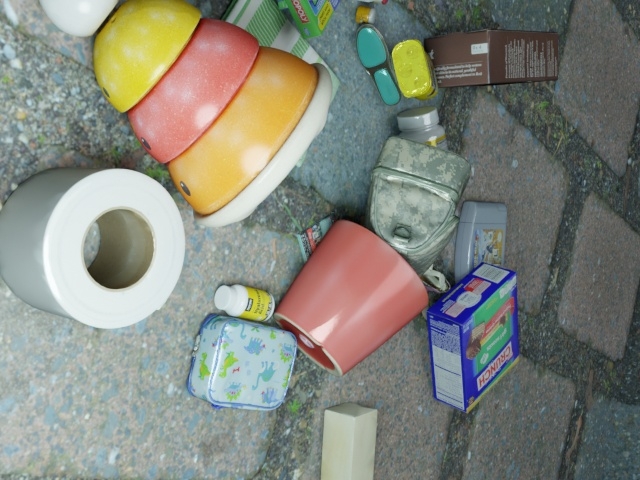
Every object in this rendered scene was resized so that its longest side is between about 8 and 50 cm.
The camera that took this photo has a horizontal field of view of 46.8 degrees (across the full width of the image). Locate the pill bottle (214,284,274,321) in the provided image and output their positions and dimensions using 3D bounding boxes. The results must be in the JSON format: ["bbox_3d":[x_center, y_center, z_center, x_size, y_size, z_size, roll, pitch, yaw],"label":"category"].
[{"bbox_3d":[-0.153,0.123,1.477,0.116,0.065,0.065,18,82,-46],"label":"pill bottle"}]

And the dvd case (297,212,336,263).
[{"bbox_3d":[0.000,0.000,1.662,0.119,0.013,0.087,-34,118,-38],"label":"dvd case"}]

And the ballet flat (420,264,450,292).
[{"bbox_3d":[0.269,0.078,1.908,0.221,0.079,0.077,36,70,-43],"label":"ballet flat"}]

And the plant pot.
[{"bbox_3d":[0.049,0.134,1.565,0.243,0.275,0.275,-46,126,-16],"label":"plant pot"}]

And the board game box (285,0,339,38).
[{"bbox_3d":[-0.007,-0.593,1.502,0.213,0.046,0.317,57,43,-39],"label":"board game box"}]

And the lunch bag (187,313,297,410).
[{"bbox_3d":[-0.155,0.247,1.471,0.219,0.090,0.176,19,80,-46],"label":"lunch bag"}]

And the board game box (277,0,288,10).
[{"bbox_3d":[-0.061,-0.578,1.490,0.136,0.035,0.201,-43,124,-51],"label":"board game box"}]

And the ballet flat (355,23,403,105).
[{"bbox_3d":[0.137,-0.415,1.733,0.068,0.072,0.213,-75,145,-50],"label":"ballet flat"}]

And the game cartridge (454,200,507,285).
[{"bbox_3d":[0.459,0.036,2.126,0.198,0.062,0.297,-2,96,-51],"label":"game cartridge"}]

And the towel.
[{"bbox_3d":[-0.094,-0.336,1.506,0.325,0.038,0.248,42,64,-41],"label":"towel"}]

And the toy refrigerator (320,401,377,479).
[{"bbox_3d":[0.061,0.526,1.734,0.102,0.094,0.270,-2,97,-53],"label":"toy refrigerator"}]

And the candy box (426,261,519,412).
[{"bbox_3d":[0.420,0.264,2.013,0.268,0.122,0.317,-35,131,-34],"label":"candy box"}]

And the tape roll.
[{"bbox_3d":[-0.360,0.006,1.169,0.246,0.169,0.246,-6,98,-46],"label":"tape roll"}]

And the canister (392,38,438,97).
[{"bbox_3d":[0.229,-0.400,1.760,0.170,0.073,0.126,-17,93,-72],"label":"canister"}]

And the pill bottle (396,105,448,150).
[{"bbox_3d":[0.256,-0.218,1.831,0.119,0.119,0.208,-32,117,-40],"label":"pill bottle"}]

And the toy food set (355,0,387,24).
[{"bbox_3d":[0.140,-0.584,1.620,0.232,0.104,0.111,90,19,-44],"label":"toy food set"}]

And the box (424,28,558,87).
[{"bbox_3d":[0.464,-0.481,1.968,0.381,0.191,0.143,-12,103,-45],"label":"box"}]

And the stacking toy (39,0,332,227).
[{"bbox_3d":[-0.250,-0.281,1.222,0.480,0.350,0.351,38,66,-21],"label":"stacking toy"}]

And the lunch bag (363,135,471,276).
[{"bbox_3d":[0.193,-0.044,1.653,0.305,0.212,0.256,92,20,-70],"label":"lunch bag"}]
